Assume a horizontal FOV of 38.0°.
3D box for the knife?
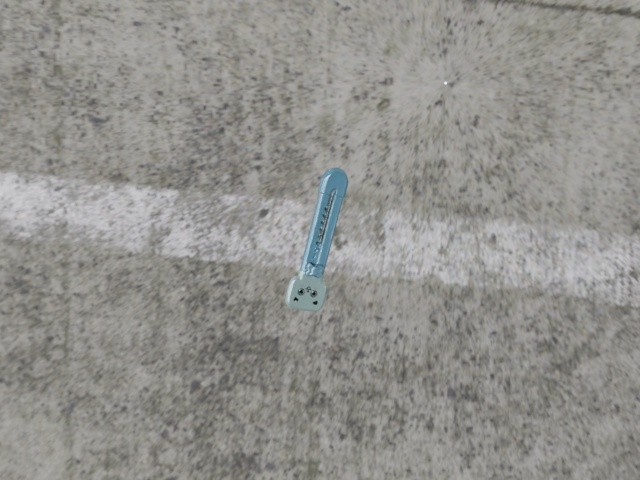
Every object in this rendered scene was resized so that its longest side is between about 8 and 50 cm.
[{"bbox_3d":[0.000,0.000,0.596,0.027,0.010,0.096,10,100,-20],"label":"knife"}]
